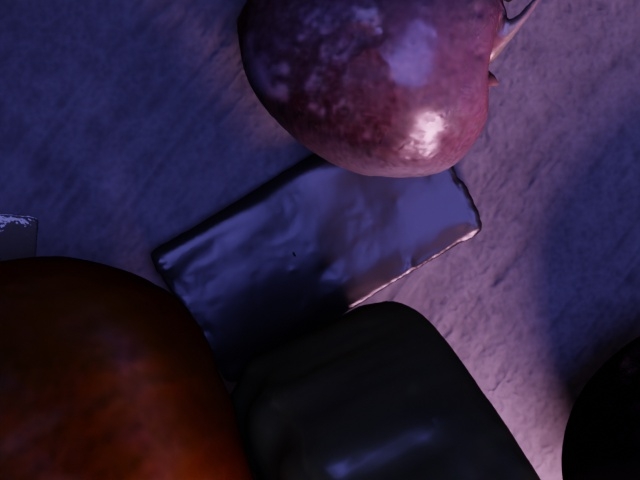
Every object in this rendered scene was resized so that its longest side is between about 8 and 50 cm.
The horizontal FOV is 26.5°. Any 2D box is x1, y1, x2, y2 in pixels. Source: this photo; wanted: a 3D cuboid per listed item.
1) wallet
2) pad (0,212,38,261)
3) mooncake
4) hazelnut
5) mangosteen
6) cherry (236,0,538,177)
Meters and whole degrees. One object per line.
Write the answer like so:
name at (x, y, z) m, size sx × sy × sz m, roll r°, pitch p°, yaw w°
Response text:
wallet at (0.000, 0.000, 1.241) m, size 0.285 × 0.030 × 0.146 m, roll -32°, pitch 100°, yaw -9°
pad at (-0.336, 0.102, 1.184) m, size 0.160 × 0.009 × 0.265 m, roll 5°, pitch 96°, yaw -15°
mooncake at (0.057, 0.235, 1.118) m, size 0.194 × 0.356 × 0.356 m, roll -27°, pitch 103°, yaw -13°
hazelnut at (-0.216, 0.195, 1.050) m, size 0.366 × 0.366 × 0.365 m, roll -2°, pitch 98°, yaw -13°
mangosteen at (0.367, 0.223, 1.257) m, size 0.275 × 0.275 × 0.302 m, roll -36°, pitch 131°, yaw -7°
cherry at (0.057, -0.161, 1.155) m, size 0.266 × 0.183 × 0.213 m, roll 7°, pitch 82°, yaw 6°
